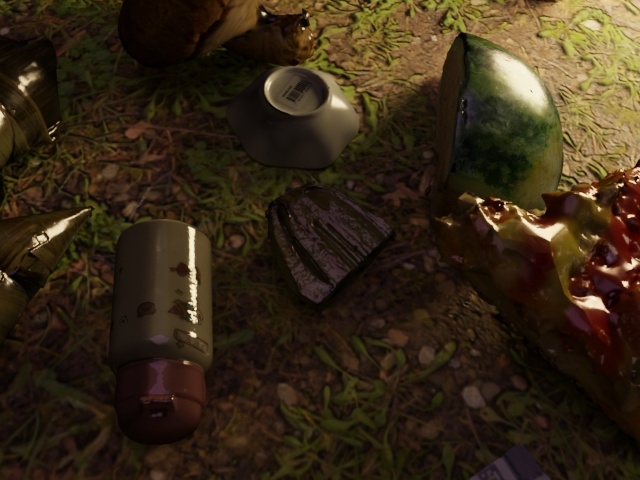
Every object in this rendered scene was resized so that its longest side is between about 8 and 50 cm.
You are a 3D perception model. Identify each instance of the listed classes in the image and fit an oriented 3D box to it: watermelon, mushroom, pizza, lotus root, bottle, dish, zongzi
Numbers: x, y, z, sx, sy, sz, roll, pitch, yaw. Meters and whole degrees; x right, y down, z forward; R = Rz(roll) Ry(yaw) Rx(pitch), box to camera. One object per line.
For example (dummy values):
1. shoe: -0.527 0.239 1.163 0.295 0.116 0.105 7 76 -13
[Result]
1. watermelon: 0.225 -0.166 0.964 0.180 0.224 0.305 -20 45 35
2. mushroom: -0.166 -0.330 0.996 0.267 0.267 0.255 -28 95 -22
3. pizza: 0.316 0.050 0.792 0.405 0.130 0.440 15 57 -19
4. lotus root: 0.001 0.001 0.869 0.143 0.070 0.144 -34 71 -18
5. bottle: -0.170 0.100 0.763 0.109 0.110 0.233 -2 58 -8
6. dish: -0.036 -0.189 0.987 0.190 0.066 0.191 3 58 -5
7. zongzi: -0.504 -0.149 0.833 0.289 0.154 0.318 14 42 7
8. zongzi: -0.411 0.008 0.799 0.220 0.112 0.242 18 50 6

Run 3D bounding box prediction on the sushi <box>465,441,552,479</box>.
1. sushi: 0.171 0.338 0.682 0.215 0.050 0.192 -29 61 -16
